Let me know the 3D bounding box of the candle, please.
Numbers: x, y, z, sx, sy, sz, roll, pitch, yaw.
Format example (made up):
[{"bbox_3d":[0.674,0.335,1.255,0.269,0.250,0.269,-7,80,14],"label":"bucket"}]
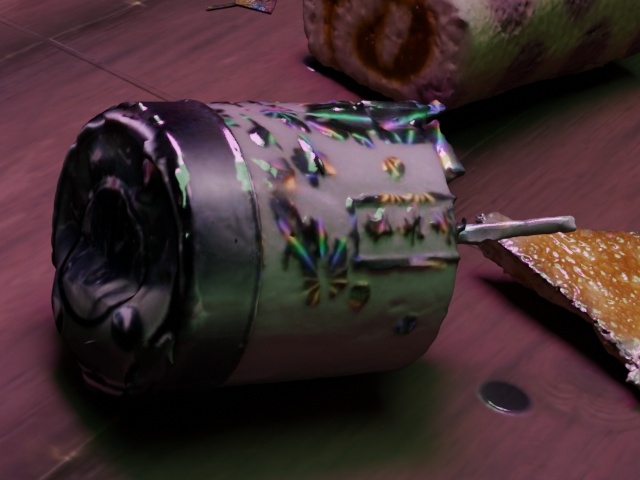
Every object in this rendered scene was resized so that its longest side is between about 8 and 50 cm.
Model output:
[{"bbox_3d":[0.000,0.000,1.208,0.330,0.187,0.187,-3,34,-31],"label":"candle"}]

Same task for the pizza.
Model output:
[{"bbox_3d":[0.196,0.034,1.368,0.195,0.052,0.185,25,38,9],"label":"pizza"}]

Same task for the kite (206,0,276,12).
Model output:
[{"bbox_3d":[-0.066,-0.211,1.712,0.044,0.002,0.078,25,30,17],"label":"kite"}]

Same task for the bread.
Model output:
[{"bbox_3d":[0.153,-0.221,1.674,0.187,0.155,0.338,30,33,32],"label":"bread"}]
